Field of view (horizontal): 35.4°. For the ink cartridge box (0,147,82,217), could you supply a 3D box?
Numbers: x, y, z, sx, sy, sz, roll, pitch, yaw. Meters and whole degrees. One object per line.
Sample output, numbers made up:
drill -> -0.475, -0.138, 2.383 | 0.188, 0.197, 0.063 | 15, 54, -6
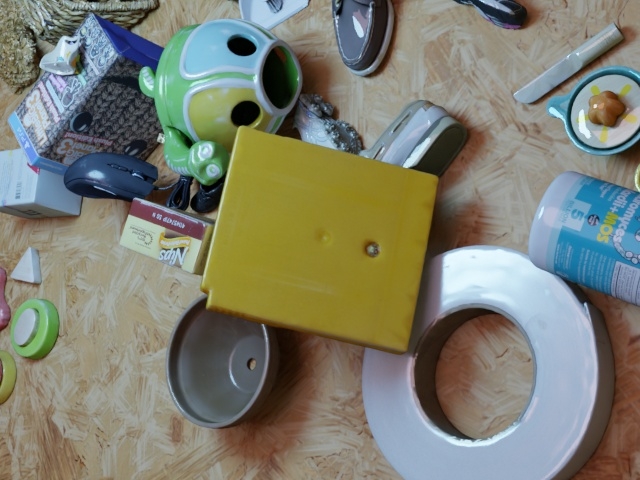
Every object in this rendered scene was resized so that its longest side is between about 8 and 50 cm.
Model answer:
ink cartridge box -> -0.618, -0.123, 2.172 | 0.176, 0.127, 0.128 | -2, 78, 36

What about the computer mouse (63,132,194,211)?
computer mouse -> -0.359, -0.152, 1.943 | 0.262, 0.060, 0.184 | 14, 57, 11

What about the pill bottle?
pill bottle -> 0.426, 0.011, 1.347 | 0.264, 0.146, 0.146 | 22, 92, 28

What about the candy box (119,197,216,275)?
candy box -> -0.153, 0.018, 1.673 | 0.183, 0.316, 0.088 | 19, 92, 38

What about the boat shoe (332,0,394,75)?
boat shoe -> 0.064, -0.455, 1.776 | 0.116, 0.096, 0.324 | -4, 76, 35

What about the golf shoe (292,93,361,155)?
golf shoe -> 0.009, -0.181, 1.780 | 0.176, 0.069, 0.086 | 55, 131, 35

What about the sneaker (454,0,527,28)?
sneaker -> 0.270, -0.414, 1.634 | 0.178, 0.072, 0.077 | 40, 92, 30

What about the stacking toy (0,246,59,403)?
stacking toy -> -0.718, 0.170, 2.170 | 0.279, 0.130, 0.309 | -36, 60, 24

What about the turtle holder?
turtle holder -> -0.176, -0.261, 1.778 | 0.227, 0.320, 0.243 | -3, 114, 34

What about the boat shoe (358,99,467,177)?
boat shoe -> 0.106, -0.099, 1.653 | 0.302, 0.113, 0.103 | -47, 54, 5

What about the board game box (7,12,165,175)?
board game box -> -0.432, -0.267, 2.007 | 0.291, 0.232, 0.141 | -47, 56, 19

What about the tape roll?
tape roll -> 0.241, 0.199, 1.494 | 0.392, 0.072, 0.392 | -10, 72, 34

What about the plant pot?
plant pot -> -0.150, 0.210, 1.754 | 0.237, 0.109, 0.237 | -9, 74, 35

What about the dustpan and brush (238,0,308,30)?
dustpan and brush -> -0.112, -0.521, 1.945 | 0.147, 0.060, 0.211 | -25, 65, 29

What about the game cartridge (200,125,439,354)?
game cartridge -> 0.000, 0.000, 1.515 | 0.053, 0.323, 0.285 | 130, 153, -74

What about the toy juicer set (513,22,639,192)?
toy juicer set -> 0.439, -0.215, 1.443 | 0.209, 0.089, 0.329 | -53, 54, 13

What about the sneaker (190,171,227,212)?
sneaker -> -0.201, -0.099, 1.884 | 0.170, 0.089, 0.051 | -17, 69, 32

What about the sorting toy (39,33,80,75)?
sorting toy -> -0.478, -0.354, 1.893 | 0.083, 0.045, 0.075 | 3, 74, 37

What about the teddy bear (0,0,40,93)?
teddy bear -> -0.758, -0.516, 2.389 | 0.245, 0.113, 0.338 | -15, 69, 35

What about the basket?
basket -> -0.525, -0.585, 2.169 | 0.223, 0.213, 0.299 | -33, 61, 26
